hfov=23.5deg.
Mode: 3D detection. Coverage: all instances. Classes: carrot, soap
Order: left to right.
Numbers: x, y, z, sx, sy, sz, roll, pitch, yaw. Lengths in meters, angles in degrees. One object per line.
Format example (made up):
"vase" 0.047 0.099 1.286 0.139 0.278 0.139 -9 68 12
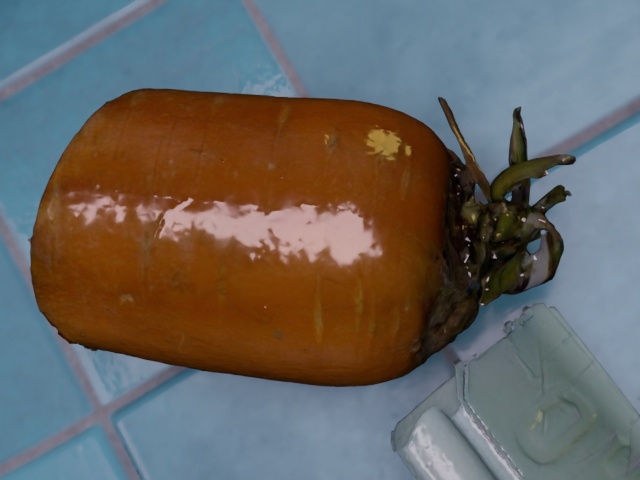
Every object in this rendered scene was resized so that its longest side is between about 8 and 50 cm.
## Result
"carrot" 0.000 0.000 1.036 0.331 0.214 0.193 5 103 11
"soap" 0.173 0.178 1.009 0.261 0.150 0.094 53 127 8
